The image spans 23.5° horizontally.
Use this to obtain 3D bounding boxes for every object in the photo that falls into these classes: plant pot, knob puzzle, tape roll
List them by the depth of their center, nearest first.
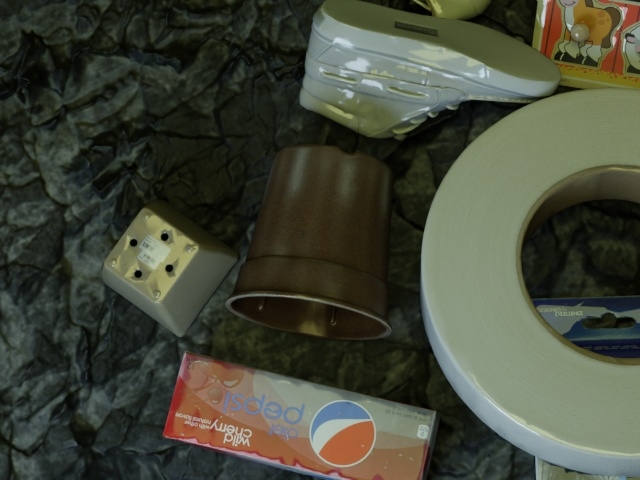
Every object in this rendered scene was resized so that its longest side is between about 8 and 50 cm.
[{"bbox_3d":[0.290,0.035,1.488,0.392,0.072,0.392,-1,65,2],"label":"tape roll"},{"bbox_3d":[0.000,0.000,1.540,0.167,0.167,0.165,7,75,8],"label":"plant pot"},{"bbox_3d":[0.307,-0.237,1.547,0.213,0.030,0.213,5,115,12],"label":"knob puzzle"},{"bbox_3d":[-0.164,0.023,1.582,0.109,0.096,0.109,35,87,11],"label":"plant pot"}]

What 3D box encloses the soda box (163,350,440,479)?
[{"bbox_3d":[-0.017,0.186,1.545,0.263,0.083,0.092,13,82,9],"label":"soda box"}]

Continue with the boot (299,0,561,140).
[{"bbox_3d":[0.108,-0.159,1.585,0.258,0.095,0.123,15,123,0],"label":"boot"}]

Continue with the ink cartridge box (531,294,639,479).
[{"bbox_3d":[0.291,0.214,1.514,0.165,0.065,0.333,-4,80,7],"label":"ink cartridge box"}]

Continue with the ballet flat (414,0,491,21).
[{"bbox_3d":[0.079,-0.323,1.621,0.086,0.086,0.248,-37,80,0],"label":"ballet flat"}]
